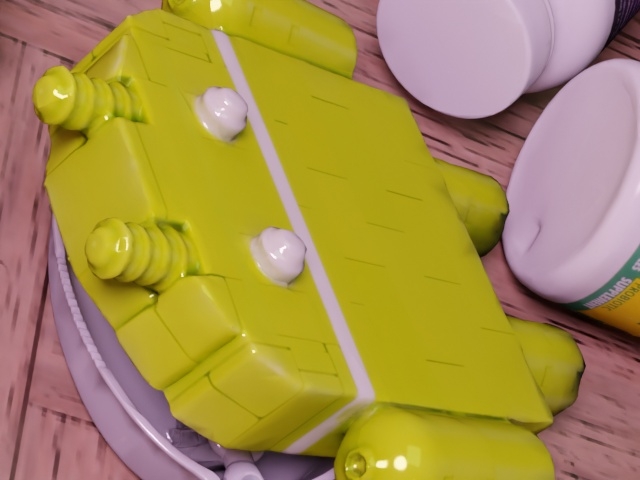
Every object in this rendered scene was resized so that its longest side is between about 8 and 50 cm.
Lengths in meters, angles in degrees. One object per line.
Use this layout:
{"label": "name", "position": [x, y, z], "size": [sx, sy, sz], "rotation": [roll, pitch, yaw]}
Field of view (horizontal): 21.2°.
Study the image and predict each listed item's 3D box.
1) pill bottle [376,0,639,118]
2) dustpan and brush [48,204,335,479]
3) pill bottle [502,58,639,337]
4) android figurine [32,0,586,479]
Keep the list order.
{"label": "pill bottle", "position": [0.108, -0.138, 0.840], "size": [0.108, 0.108, 0.193], "rotation": [45, 46, 0]}
{"label": "dustpan and brush", "position": [-0.033, 0.073, 0.634], "size": [0.147, 0.060, 0.211], "rotation": [18, 52, -24]}
{"label": "pill bottle", "position": [0.201, 0.005, 0.802], "size": [0.208, 0.117, 0.117], "rotation": [22, 51, -22]}
{"label": "android figurine", "position": [0.000, 0.000, 0.654], "size": [0.273, 0.056, 0.248], "rotation": [17, 44, -49]}
